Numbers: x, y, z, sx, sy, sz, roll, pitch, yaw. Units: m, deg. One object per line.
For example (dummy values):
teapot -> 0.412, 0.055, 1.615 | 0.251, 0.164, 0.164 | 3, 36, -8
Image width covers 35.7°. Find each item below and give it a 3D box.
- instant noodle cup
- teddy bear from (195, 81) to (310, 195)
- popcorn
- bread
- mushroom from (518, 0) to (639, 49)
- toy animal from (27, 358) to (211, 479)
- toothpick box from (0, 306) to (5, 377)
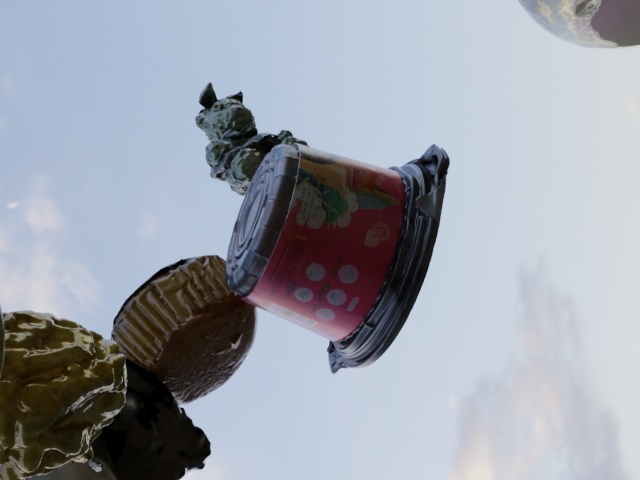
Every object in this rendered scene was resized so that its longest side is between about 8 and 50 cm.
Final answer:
instant noodle cup -> 0.000, 0.000, 1.138 | 0.258, 0.181, 0.303 | -119, 50, -70
teddy bear -> -0.104, -0.123, 1.368 | 0.133, 0.213, 0.111 | -8, -54, -28
popcorn -> -0.263, 0.148, 0.913 | 0.170, 0.180, 0.180 | 60, -154, 6
bread -> -0.160, 0.119, 1.236 | 0.199, 0.104, 0.199 | -35, -28, -22
mushroom -> 0.347, -0.371, 1.074 | 0.356, 0.315, 0.315 | 63, -148, -31
toy animal -> -0.288, 0.265, 1.135 | 0.266, 0.212, 0.213 | -41, -59, -41
toothpick box -> -0.437, -0.042, 0.678 | 0.425, 0.408, 0.409 | 63, -148, -44
